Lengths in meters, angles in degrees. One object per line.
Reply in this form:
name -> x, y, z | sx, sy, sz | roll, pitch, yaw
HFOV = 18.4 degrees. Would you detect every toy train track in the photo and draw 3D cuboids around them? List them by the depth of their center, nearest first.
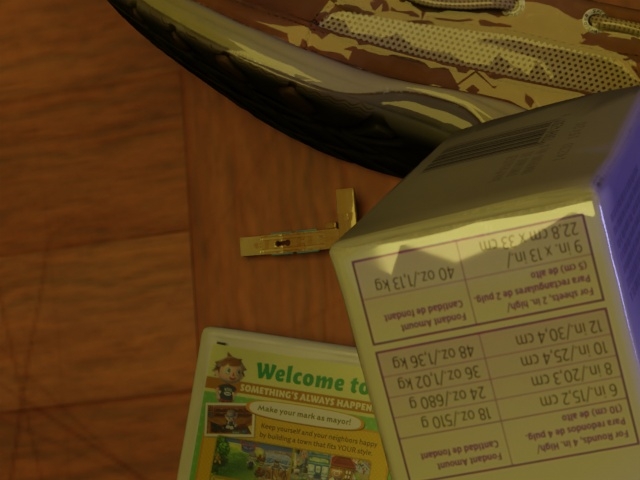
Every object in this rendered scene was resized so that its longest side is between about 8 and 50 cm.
toy train track -> 0.000, 0.000, 0.979 | 0.083, 0.014, 0.048 | -5, 87, 24

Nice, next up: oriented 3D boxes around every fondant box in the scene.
fondant box -> 0.112, 0.124, 0.747 | 0.096, 0.238, 0.330 | -14, 98, 16

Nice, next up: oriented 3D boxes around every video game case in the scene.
video game case -> 0.027, 0.150, 0.939 | 0.212, 0.023, 0.193 | 7, 84, 20

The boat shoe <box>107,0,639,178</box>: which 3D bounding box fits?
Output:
boat shoe -> 0.059, -0.091, 0.926 | 0.324, 0.122, 0.120 | 23, 82, 12
